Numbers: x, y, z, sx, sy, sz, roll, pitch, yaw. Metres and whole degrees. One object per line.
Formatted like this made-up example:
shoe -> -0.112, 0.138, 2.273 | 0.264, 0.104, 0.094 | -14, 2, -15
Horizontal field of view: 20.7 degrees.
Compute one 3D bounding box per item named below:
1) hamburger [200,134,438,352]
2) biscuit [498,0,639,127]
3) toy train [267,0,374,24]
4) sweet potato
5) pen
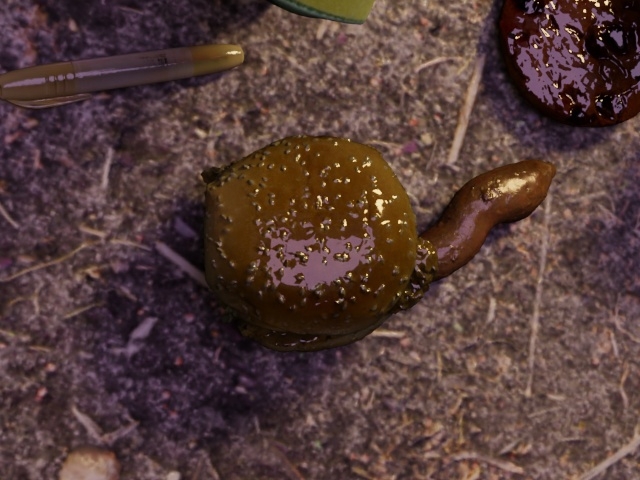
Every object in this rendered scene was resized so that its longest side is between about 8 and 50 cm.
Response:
hamburger -> 0.000, 0.000, 1.571 | 0.215, 0.122, 0.189 | -3, 80, -9
biscuit -> 0.265, -0.205, 1.731 | 0.192, 0.049, 0.192 | 4, 77, -17
toy train -> -0.004, -0.326, 1.501 | 0.160, 0.397, 0.253 | 23, 98, -16
sweet potato -> 0.141, -0.017, 1.666 | 0.218, 0.051, 0.065 | -37, 107, -18
pen -> -0.180, -0.149, 1.589 | 0.233, 0.032, 0.040 | -9, 110, -19
